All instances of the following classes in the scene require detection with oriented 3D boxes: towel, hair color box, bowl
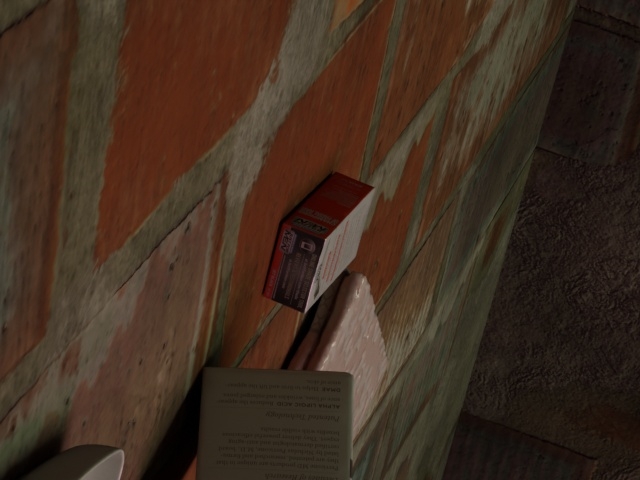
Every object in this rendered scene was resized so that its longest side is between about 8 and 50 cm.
[{"bbox_3d":[-0.010,0.224,2.192,0.332,0.053,0.317,74,39,-65],"label":"towel"},{"bbox_3d":[0.000,0.000,1.892,0.167,0.053,0.093,-48,157,-62],"label":"hair color box"},{"bbox_3d":[-0.212,0.227,1.356,0.142,0.053,0.142,-33,141,-69],"label":"bowl"}]

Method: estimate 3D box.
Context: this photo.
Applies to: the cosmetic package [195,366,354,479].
[{"bbox_3d":[-0.046,0.240,1.728,0.151,0.151,0.184,93,-1,-55],"label":"cosmetic package"}]
